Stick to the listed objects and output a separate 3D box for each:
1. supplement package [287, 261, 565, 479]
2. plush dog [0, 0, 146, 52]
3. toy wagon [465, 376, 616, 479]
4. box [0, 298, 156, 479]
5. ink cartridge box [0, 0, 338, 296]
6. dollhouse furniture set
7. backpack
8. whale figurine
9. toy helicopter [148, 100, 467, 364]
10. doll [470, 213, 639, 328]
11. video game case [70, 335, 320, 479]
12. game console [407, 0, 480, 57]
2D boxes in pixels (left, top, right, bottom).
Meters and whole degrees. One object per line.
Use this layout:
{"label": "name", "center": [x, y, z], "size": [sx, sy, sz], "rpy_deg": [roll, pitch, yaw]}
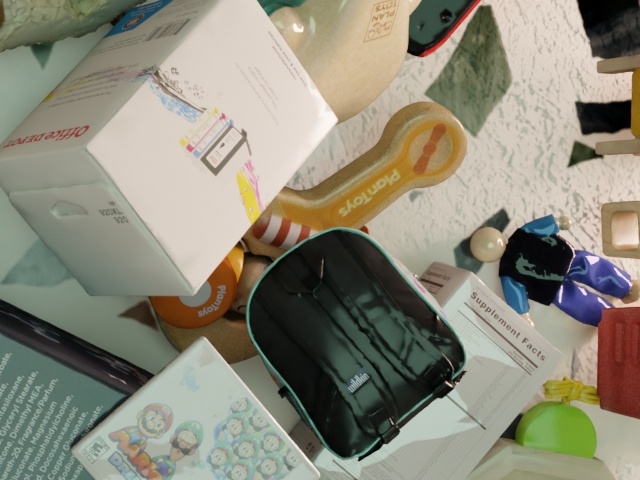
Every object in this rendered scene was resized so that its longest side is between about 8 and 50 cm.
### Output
{"label": "supplement package", "center": [0.103, 0.158, 1.594], "size": [0.139, 0.134, 0.244], "rpy_deg": [42, 85, -12]}
{"label": "plush dog", "center": [-0.251, -0.309, 1.479], "size": [0.262, 0.210, 0.225], "rpy_deg": [-33, 81, 6]}
{"label": "toy wagon", "center": [0.229, 0.311, 1.667], "size": [0.267, 0.068, 0.345], "rpy_deg": [12, 90, -13]}
{"label": "box", "center": [-0.271, 0.187, 1.433], "size": [0.395, 0.293, 0.212], "rpy_deg": [27, 87, -13]}
{"label": "ink cartridge box", "center": [-0.140, -0.086, 1.403], "size": [0.233, 0.171, 0.168], "rpy_deg": [-52, 119, -30]}
{"label": "dollhouse furniture set", "center": [0.405, -0.001, 1.615], "size": [0.201, 0.152, 0.374], "rpy_deg": [-1, 91, -33]}
{"label": "backpack", "center": [0.024, 0.084, 1.454], "size": [0.166, 0.144, 0.188], "rpy_deg": [-40, 93, 1]}
{"label": "whale figurine", "center": [0.007, -0.235, 1.503], "size": [0.216, 0.272, 0.141], "rpy_deg": [-24, 56, -41]}
{"label": "toy helicopter", "center": [0.000, 0.000, 1.555], "size": [0.355, 0.140, 0.235], "rpy_deg": [-36, 121, 2]}
{"label": "doll", "center": [0.241, 0.038, 1.662], "size": [0.189, 0.046, 0.129], "rpy_deg": [26, 87, -13]}
{"label": "video game case", "center": [-0.102, 0.183, 1.310], "size": [0.143, 0.019, 0.157], "rpy_deg": [-41, 100, -8]}
{"label": "game console", "center": [0.077, -0.431, 1.597], "size": [0.386, 0.060, 0.342], "rpy_deg": [42, 91, -11]}
